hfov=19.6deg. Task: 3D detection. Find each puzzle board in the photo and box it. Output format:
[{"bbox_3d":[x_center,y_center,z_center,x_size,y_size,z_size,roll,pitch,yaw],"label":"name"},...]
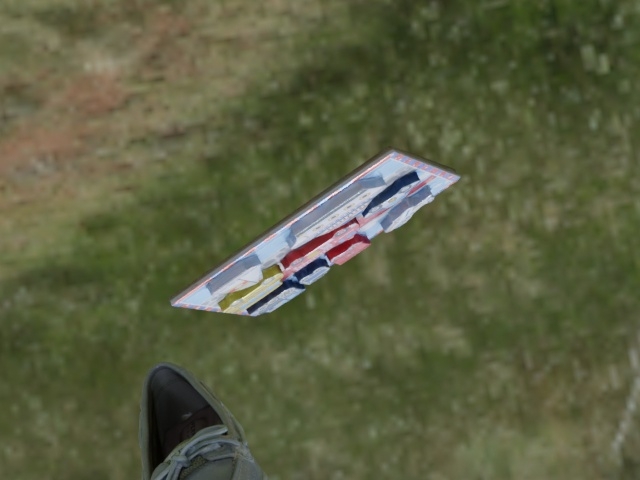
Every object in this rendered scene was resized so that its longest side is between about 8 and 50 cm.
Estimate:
[{"bbox_3d":[0.000,0.000,0.877,0.128,0.011,0.096,-35,164,16],"label":"puzzle board"}]

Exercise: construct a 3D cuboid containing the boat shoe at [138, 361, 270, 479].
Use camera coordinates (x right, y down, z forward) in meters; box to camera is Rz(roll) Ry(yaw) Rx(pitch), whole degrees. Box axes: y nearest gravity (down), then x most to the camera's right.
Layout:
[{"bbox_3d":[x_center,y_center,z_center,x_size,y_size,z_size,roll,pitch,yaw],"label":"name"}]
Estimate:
[{"bbox_3d":[-0.122,0.204,1.747,0.118,0.103,0.320,-32,-164,3],"label":"boat shoe"}]
